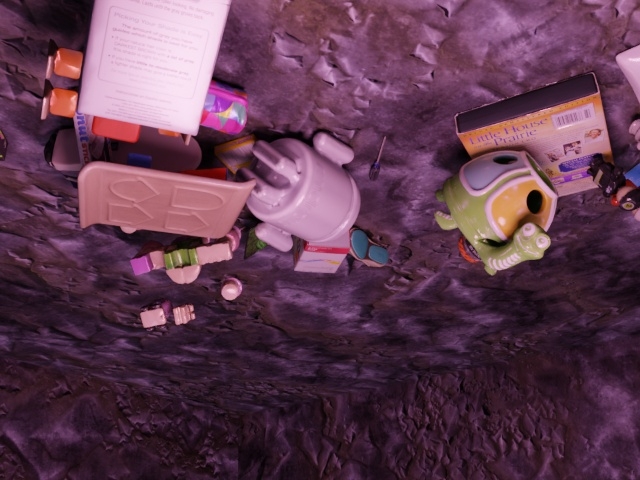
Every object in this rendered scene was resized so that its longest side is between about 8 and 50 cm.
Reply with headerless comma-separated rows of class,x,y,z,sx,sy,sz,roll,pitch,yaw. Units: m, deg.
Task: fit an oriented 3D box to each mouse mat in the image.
mouse mat,-0.147,-0.022,1.921,0.152,0.007,0.190,-33,165,-23

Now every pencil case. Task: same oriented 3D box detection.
pencil case,-0.257,-0.286,1.372,0.236,0.104,0.104,13,149,-33

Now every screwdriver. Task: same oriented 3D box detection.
screwdriver,0.142,-0.202,1.684,0.024,0.025,0.170,1,145,-7

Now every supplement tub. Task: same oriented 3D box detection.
supplement tub,0.493,-0.013,1.986,0.117,0.117,0.190,11,149,-27

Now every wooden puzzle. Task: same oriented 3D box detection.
wooden puzzle,-0.337,-0.097,1.491,0.348,0.080,0.322,3,161,-17

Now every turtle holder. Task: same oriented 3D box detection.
turtle holder,0.397,-0.074,1.534,0.227,0.243,0.320,-39,178,24

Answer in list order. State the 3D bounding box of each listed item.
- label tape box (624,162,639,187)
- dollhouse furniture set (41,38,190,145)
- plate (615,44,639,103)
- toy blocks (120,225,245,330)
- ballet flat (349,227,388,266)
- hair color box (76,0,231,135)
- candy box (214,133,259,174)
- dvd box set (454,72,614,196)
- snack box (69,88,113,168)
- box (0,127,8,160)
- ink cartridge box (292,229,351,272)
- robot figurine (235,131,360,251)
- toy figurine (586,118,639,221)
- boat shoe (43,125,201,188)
label tape box,0.980,-0.137,1.808,0.333,0.106,0.240,5,152,-18
dollhouse furniture set,-0.331,-0.291,1.185,0.262,0.135,0.259,8,120,-22
plate,0.787,-0.354,1.418,0.277,0.045,0.278,-21,149,30
toy blocks,-0.345,0.033,1.830,0.288,0.309,0.260,-11,-168,1
ballet flat,0.118,0.025,2.072,0.086,0.086,0.248,-17,151,25
hair color box,-0.235,-0.360,1.015,0.185,0.113,0.374,8,120,-22
candy box,-0.161,-0.181,1.669,0.105,0.027,0.206,-17,150,16
dvd box set,0.526,-0.215,1.647,0.307,0.062,0.420,-15,152,23
snack box,-0.473,-0.224,1.432,0.064,0.022,0.178,-1,113,0
box,-0.740,-0.212,1.513,0.083,0.052,0.062,1,154,-6
ink cartridge box,0.000,0.000,1.941,0.127,0.128,0.176,4,152,-14
robot figurine,-0.039,-0.110,1.618,0.300,0.200,0.353,-53,143,10
toy figurine,0.757,-0.160,1.602,0.209,0.148,0.213,-47,143,19
boat shoe,-0.430,-0.177,1.565,0.340,0.127,0.158,4,160,2
